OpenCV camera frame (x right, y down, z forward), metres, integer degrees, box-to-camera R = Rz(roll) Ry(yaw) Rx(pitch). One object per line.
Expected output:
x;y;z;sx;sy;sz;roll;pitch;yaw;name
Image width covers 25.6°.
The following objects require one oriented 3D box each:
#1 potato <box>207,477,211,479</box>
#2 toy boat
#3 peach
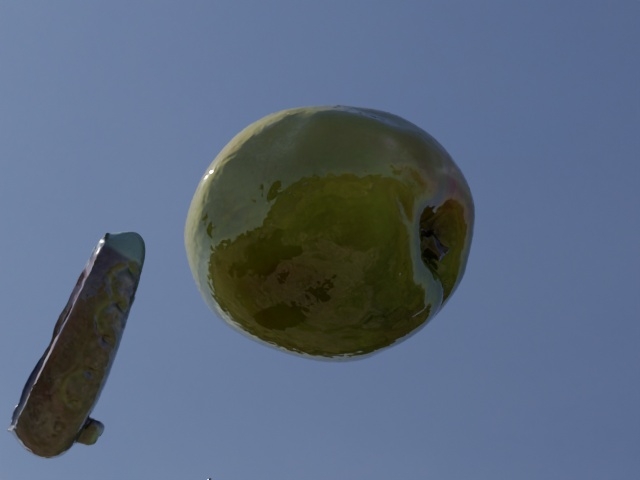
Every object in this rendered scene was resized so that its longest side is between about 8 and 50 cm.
-0.163;0.363;1.532;0.098;0.243;0.138;-4;-79;-1;potato
-0.219;0.105;1.358;0.085;0.227;0.155;27;-17;-12;toy boat
0.006;-0.004;1.597;0.316;0.281;0.314;13;-62;17;peach
